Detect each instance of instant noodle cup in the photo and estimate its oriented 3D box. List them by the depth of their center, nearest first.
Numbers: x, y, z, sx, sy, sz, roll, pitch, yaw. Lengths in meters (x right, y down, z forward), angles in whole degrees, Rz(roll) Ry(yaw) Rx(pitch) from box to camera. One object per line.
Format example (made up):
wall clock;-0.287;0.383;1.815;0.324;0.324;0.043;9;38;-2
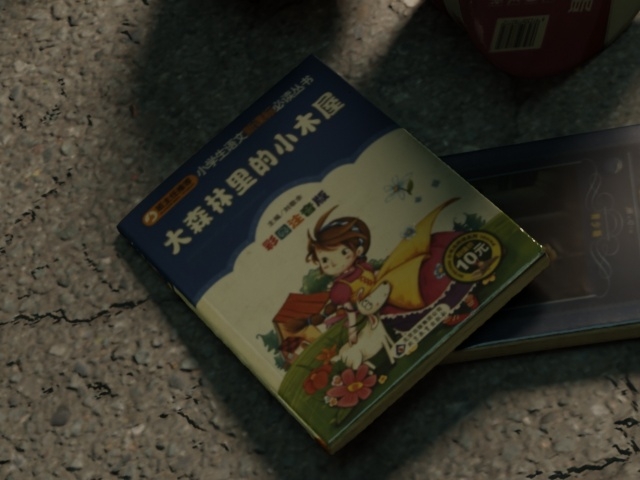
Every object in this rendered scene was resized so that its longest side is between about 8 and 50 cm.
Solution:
instant noodle cup;0.152;-0.273;1.621;0.235;0.235;0.178;-41;46;-12

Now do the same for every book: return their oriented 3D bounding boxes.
book;0.166;0.002;1.542;0.269;0.025;0.191;-9;54;12
book;0.000;0.000;1.576;0.228;0.018;0.322;-41;50;-8

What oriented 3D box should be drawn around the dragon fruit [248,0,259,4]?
dragon fruit;-0.037;-0.313;1.699;0.193;0.274;0.192;45;64;-11
